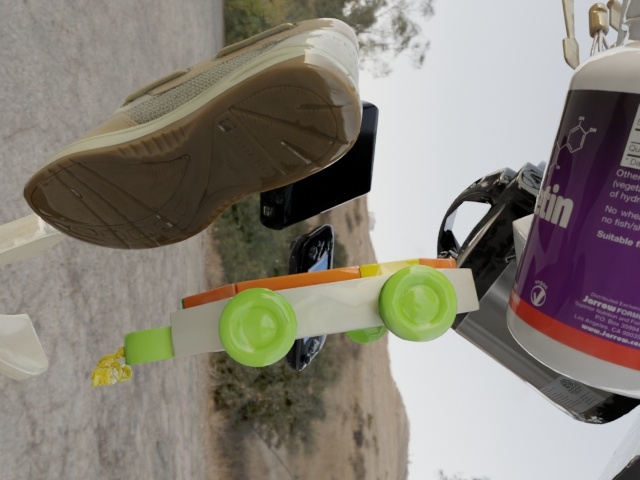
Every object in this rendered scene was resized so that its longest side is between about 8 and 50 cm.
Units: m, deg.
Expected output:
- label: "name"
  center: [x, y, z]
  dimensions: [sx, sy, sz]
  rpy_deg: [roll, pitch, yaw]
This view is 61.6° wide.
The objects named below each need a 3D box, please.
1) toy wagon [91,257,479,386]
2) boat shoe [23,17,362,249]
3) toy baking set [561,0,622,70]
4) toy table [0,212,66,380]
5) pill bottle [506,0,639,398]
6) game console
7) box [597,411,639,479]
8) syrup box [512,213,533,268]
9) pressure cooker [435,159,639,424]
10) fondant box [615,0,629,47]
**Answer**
- label: "toy wagon"
  center: [-0.036, 0.077, 0.504]
  dimensions: [0.267, 0.345, 0.068]
  rpy_deg: [113, -30, -78]
- label: "boat shoe"
  center: [-0.104, -0.077, 0.420]
  dimensions: [0.109, 0.303, 0.098]
  rpy_deg: [48, 35, -37]
- label: "toy baking set"
  center: [0.414, -0.311, 0.781]
  dimensions: [0.030, 0.256, 0.196]
  rpy_deg: [-28, -105, 52]
- label: "toy table"
  center: [-0.388, 0.041, 0.535]
  dimensions: [0.161, 0.275, 0.251]
  rpy_deg: [-14, 89, -65]
- label: "pill bottle"
  center: [0.286, -0.041, 0.461]
  dimensions: [0.181, 0.182, 0.322]
  rpy_deg: [-107, -155, -74]
- label: "game console"
  center: [0.000, 0.000, 0.721]
  dimensions: [0.213, 0.044, 0.360]
  rpy_deg: [-27, 128, -51]
- label: "box"
  center: [0.591, 0.274, 0.857]
  dimensions: [0.097, 0.395, 0.318]
  rpy_deg: [36, -39, 30]
- label: "syrup box"
  center: [0.395, -0.008, 0.730]
  dimensions: [0.096, 0.237, 0.093]
  rpy_deg: [-108, 177, -53]
- label: "pressure cooker"
  center: [0.404, 0.062, 0.962]
  dimensions: [0.369, 0.421, 0.376]
  rpy_deg: [-60, 163, 20]
- label: "fondant box"
  center: [0.418, -0.150, 0.517]
  dimensions: [0.238, 0.096, 0.329]
  rpy_deg: [14, -76, 46]
